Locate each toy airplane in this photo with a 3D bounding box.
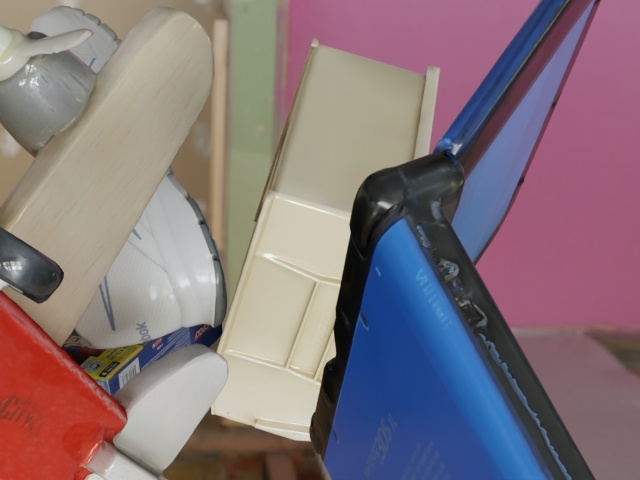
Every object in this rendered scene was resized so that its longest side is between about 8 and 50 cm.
[{"bbox_3d":[-0.226,0.062,0.773,0.272,0.384,0.386,29,-146,23],"label":"toy airplane"}]

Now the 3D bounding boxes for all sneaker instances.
[{"bbox_3d":[-0.175,-0.053,1.014,0.129,0.297,0.111,-21,159,-10],"label":"sneaker"}]

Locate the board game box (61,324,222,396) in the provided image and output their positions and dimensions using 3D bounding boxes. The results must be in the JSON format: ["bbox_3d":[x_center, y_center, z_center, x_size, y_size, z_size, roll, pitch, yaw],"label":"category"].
[{"bbox_3d":[-0.213,0.083,1.122,0.194,0.060,0.194,7,-156,22],"label":"board game box"}]

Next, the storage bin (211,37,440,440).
[{"bbox_3d":[0.000,0.000,1.171,0.123,0.260,0.262,17,-142,-4],"label":"storage bin"}]

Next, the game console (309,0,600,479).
[{"bbox_3d":[0.097,0.050,0.593,0.173,0.250,0.293,-22,157,-14],"label":"game console"}]
